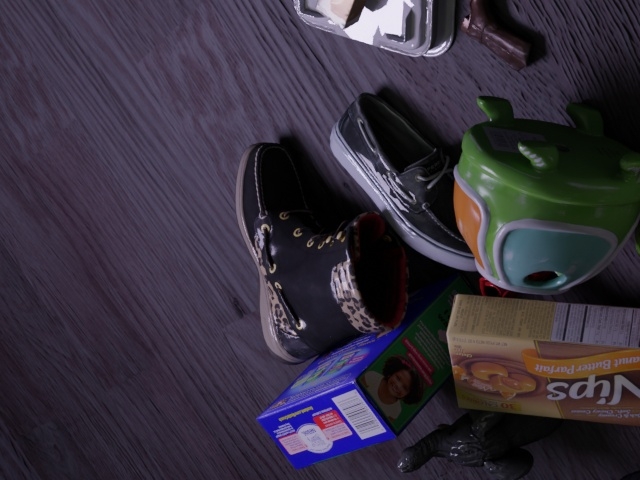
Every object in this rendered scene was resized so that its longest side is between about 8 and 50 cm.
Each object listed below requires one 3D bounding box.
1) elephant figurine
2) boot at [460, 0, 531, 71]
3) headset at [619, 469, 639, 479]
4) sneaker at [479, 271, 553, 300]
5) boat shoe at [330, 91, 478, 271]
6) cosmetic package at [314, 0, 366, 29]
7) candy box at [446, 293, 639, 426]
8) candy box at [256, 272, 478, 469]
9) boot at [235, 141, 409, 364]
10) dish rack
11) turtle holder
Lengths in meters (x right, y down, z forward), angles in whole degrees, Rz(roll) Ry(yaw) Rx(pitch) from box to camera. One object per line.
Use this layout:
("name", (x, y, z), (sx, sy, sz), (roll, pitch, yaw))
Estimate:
("elephant figurine", (0.272, 0.305, 2.105), (0.169, 0.239, 0.186), (42, 137, 12))
("boot", (0.256, -0.299, 1.856), (0.114, 0.037, 0.106), (41, 150, 17))
("headset", (0.492, 0.514, 2.094), (0.394, 0.185, 0.243), (-35, 91, 37))
("sneaker", (0.319, 0.035, 1.961), (0.087, 0.128, 0.221), (46, 138, 7))
("boat shoe", (0.146, -0.091, 2.034), (0.335, 0.121, 0.119), (42, 142, 14))
("cosmetic package", (0.039, -0.366, 1.898), (0.060, 0.041, 0.115), (38, 138, 16))
("candy box", (0.355, 0.178, 1.956), (0.317, 0.087, 0.183), (3, 138, 16))
("candy box", (0.092, 0.209, 2.142), (0.122, 0.317, 0.268), (54, 139, -8))
("boot", (0.000, 0.000, 2.141), (0.284, 0.138, 0.377), (-18, 77, 52))
("dish rack", (0.063, -0.428, 1.919), (0.286, 0.072, 0.332), (21, 131, 29))
("turtle holder", (0.330, -0.055, 1.816), (0.243, 0.320, 0.227), (39, 126, 45))
